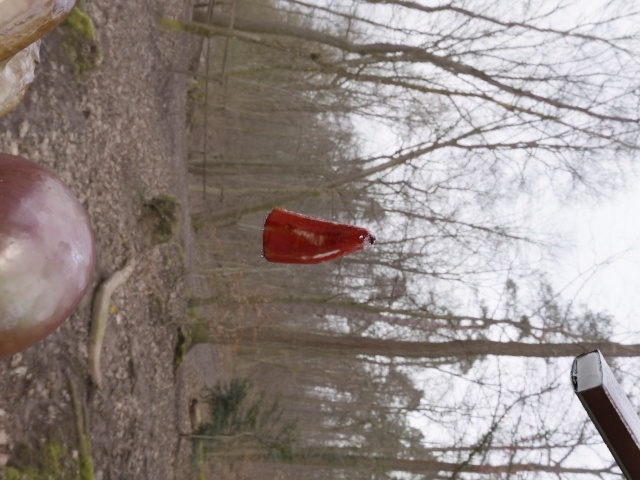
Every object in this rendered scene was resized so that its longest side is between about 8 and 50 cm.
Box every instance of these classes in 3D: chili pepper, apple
[{"bbox_3d":[0.001,-0.004,0.722,0.065,0.168,0.088,-12,103,-66],"label":"chili pepper"},{"bbox_3d":[-0.453,0.017,0.626,0.235,0.305,0.306,102,-11,-51],"label":"apple"}]

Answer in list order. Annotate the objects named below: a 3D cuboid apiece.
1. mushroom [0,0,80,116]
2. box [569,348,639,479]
[{"bbox_3d":[-0.363,-0.290,0.503,0.260,0.345,0.346,73,18,-61],"label":"mushroom"},{"bbox_3d":[0.329,0.216,0.522,0.036,0.115,0.178,-32,-99,27],"label":"box"}]
